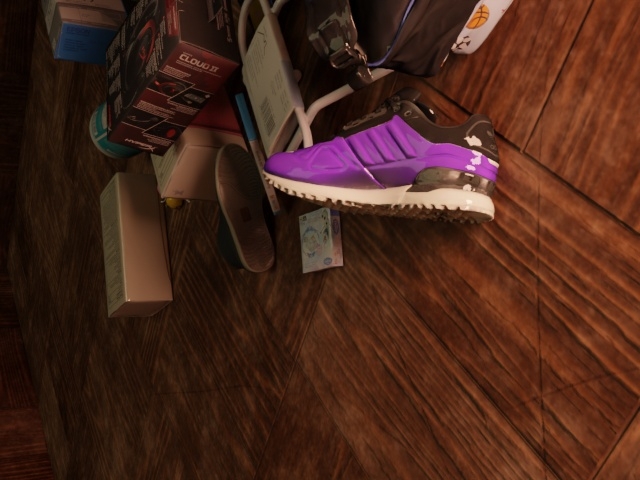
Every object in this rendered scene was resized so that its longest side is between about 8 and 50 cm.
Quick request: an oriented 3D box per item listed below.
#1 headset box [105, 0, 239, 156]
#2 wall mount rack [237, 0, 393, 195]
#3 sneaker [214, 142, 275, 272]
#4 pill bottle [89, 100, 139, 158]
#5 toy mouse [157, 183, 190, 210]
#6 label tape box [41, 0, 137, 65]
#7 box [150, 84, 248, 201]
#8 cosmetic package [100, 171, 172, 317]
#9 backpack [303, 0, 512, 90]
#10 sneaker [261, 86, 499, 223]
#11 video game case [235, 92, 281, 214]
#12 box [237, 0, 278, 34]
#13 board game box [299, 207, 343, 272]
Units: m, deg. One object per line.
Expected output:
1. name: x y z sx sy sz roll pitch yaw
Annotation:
1. headset box: -0.247 -0.315 1.232 0.293 0.110 0.218 -39 49 40
2. wall mount rack: -0.003 -0.243 1.040 0.304 0.130 0.350 -53 46 49
3. sneaker: -0.153 -0.051 1.282 0.118 0.083 0.222 -5 97 60
4. pill bottle: -0.427 -0.275 1.706 0.264 0.146 0.146 -5 85 58
5. toy mouse: -0.337 -0.137 1.662 0.161 0.031 0.143 -20 72 57
6. label tape box: -0.539 -0.559 1.805 0.106 0.240 0.334 -61 41 38
7. box: -0.247 -0.209 1.426 0.149 0.126 0.232 -54 46 41
8. cosmetic package: -0.436 0.012 1.743 0.160 0.113 0.309 -31 64 54
9. backpack: 0.097 -0.337 0.790 0.276 0.213 0.263 -53 54 35
10. sneaker: 0.072 -0.106 0.872 0.293 0.102 0.146 8 86 29
11. video game case: -0.099 -0.137 1.191 0.166 0.015 0.119 74 177 -48
12. box: -0.120 -0.422 1.260 0.109 0.042 0.178 72 173 -53
13. board game box: 0.000 0.000 1.116 0.090 0.020 0.090 -16 75 57
